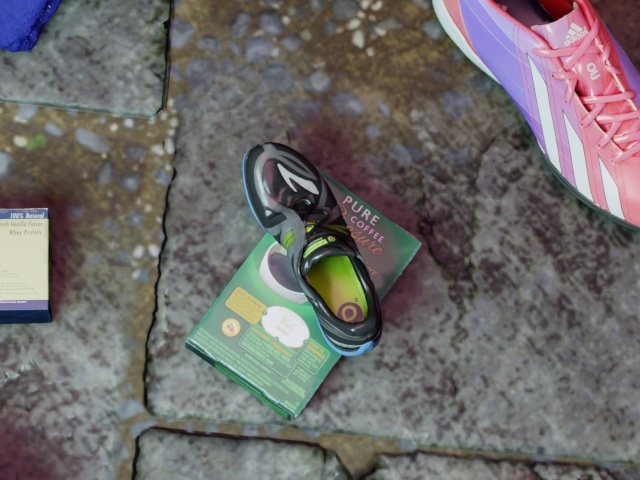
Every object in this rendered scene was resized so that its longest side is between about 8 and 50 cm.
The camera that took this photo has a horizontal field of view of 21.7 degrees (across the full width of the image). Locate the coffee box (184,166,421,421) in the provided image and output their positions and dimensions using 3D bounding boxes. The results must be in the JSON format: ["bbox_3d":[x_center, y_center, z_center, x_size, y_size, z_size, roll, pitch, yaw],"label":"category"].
[{"bbox_3d":[-0.013,0.044,1.370,0.113,0.040,0.184,34,75,3],"label":"coffee box"}]

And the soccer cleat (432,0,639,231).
[{"bbox_3d":[0.218,-0.135,1.404,0.108,0.116,0.318,-38,83,-15],"label":"soccer cleat"}]

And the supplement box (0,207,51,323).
[{"bbox_3d":[-0.258,0.021,1.339,0.083,0.056,0.083,-1,76,-7],"label":"supplement box"}]

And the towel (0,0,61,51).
[{"bbox_3d":[-0.296,-0.331,1.365,0.308,0.227,0.076,46,38,5],"label":"towel"}]

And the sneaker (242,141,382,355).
[{"bbox_3d":[0.000,0.000,1.320,0.067,0.078,0.188,-25,79,-12],"label":"sneaker"}]
